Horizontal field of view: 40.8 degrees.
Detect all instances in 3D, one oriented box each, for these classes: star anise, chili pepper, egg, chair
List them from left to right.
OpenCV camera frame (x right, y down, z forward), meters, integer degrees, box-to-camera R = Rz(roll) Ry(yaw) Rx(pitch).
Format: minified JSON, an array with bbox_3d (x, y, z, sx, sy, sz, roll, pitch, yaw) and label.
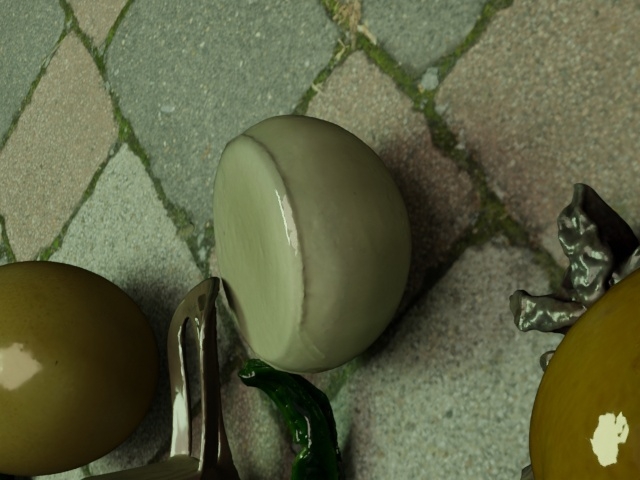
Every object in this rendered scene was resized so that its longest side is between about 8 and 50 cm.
[{"bbox_3d":[-0.325,0.147,1.001,0.322,0.250,0.250,-8,77,44],"label":"egg"},{"bbox_3d":[-0.161,0.212,0.818,0.175,0.183,0.326,153,106,-67],"label":"chair"},{"bbox_3d":[-0.019,0.192,0.806,0.073,0.050,0.182,-12,97,13],"label":"chili pepper"},{"bbox_3d":[0.208,0.075,0.606,0.209,0.089,0.231,4,77,50],"label":"star anise"}]

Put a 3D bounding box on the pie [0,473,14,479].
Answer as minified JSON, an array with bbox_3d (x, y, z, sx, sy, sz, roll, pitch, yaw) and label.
[{"bbox_3d":[-0.416,0.444,1.163,0.371,0.078,0.296,17,94,46],"label":"pie"}]

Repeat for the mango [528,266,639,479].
[{"bbox_3d":[0.293,0.108,0.407,0.378,0.221,0.263,-12,93,21],"label":"mango"}]

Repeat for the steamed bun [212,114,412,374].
[{"bbox_3d":[0.000,0.000,0.778,0.232,0.145,0.231,38,133,56],"label":"steamed bun"}]
